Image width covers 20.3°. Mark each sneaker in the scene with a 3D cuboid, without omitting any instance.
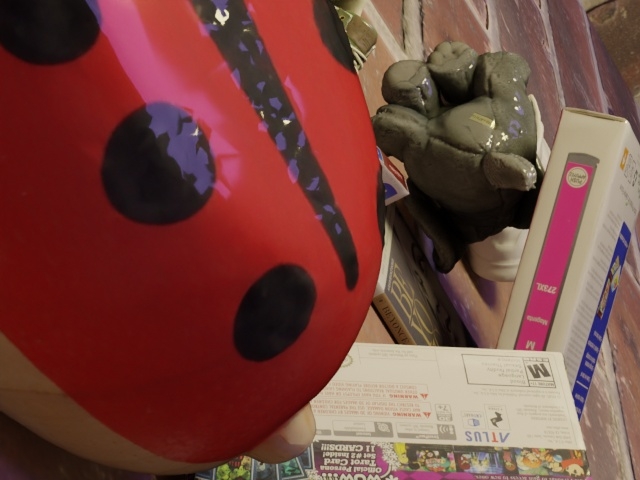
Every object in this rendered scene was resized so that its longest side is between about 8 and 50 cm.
[{"bbox_3d":[0.006,-0.159,1.499,0.064,0.086,0.192,53,21,-33],"label":"sneaker"},{"bbox_3d":[0.193,-0.110,1.849,0.292,0.108,0.169,-89,176,-54],"label":"sneaker"}]

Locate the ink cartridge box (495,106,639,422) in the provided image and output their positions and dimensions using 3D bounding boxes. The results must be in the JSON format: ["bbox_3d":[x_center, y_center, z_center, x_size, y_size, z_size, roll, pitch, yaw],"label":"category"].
[{"bbox_3d":[0.201,0.084,1.527,0.176,0.069,0.370,33,70,-70],"label":"ink cartridge box"}]

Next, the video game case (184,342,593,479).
[{"bbox_3d":[0.040,0.144,0.995,0.210,0.232,0.041,-98,-166,-46],"label":"video game case"}]

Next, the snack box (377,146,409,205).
[{"bbox_3d":[0.001,-0.074,1.407,0.178,0.064,0.022,44,25,-47],"label":"snack box"}]

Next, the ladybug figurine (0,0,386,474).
[{"bbox_3d":[-0.102,-0.088,0.858,0.449,0.162,0.305,59,41,-16],"label":"ladybug figurine"}]

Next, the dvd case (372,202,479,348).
[{"bbox_3d":[0.098,0.078,1.554,0.221,0.018,0.164,58,19,-20],"label":"dvd case"}]

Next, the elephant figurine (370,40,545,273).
[{"bbox_3d":[0.141,-0.052,1.620,0.239,0.169,0.186,72,30,-48],"label":"elephant figurine"}]
